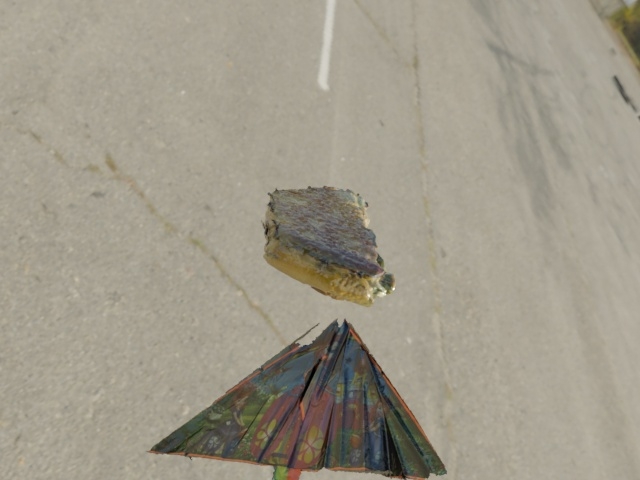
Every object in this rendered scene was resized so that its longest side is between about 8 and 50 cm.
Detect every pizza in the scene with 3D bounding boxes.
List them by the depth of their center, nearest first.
[{"bbox_3d":[0.000,0.000,0.926,0.147,0.069,0.226,14,25,-17],"label":"pizza"}]

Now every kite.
[{"bbox_3d":[-0.019,0.129,0.583,0.014,0.241,0.183,58,36,-39],"label":"kite"}]
